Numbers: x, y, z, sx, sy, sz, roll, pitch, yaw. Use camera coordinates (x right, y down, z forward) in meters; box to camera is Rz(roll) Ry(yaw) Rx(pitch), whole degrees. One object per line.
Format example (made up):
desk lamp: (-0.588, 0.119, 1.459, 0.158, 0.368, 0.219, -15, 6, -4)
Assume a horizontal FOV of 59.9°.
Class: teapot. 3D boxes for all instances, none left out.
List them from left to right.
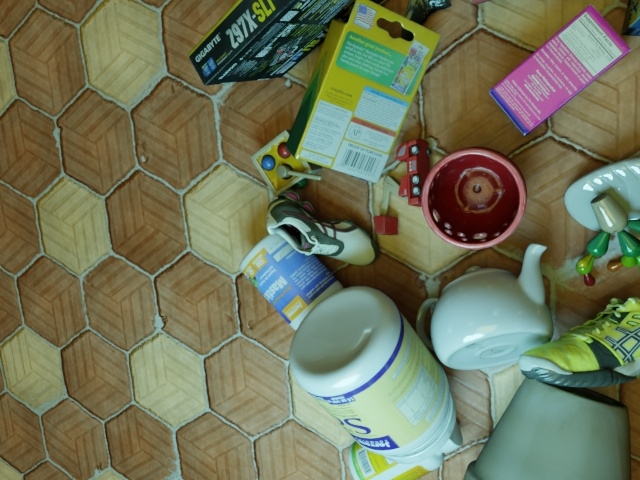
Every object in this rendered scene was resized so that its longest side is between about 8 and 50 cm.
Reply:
teapot: (0.329, 0.142, 1.132, 0.255, 0.253, 0.187, -11, 59, 2)

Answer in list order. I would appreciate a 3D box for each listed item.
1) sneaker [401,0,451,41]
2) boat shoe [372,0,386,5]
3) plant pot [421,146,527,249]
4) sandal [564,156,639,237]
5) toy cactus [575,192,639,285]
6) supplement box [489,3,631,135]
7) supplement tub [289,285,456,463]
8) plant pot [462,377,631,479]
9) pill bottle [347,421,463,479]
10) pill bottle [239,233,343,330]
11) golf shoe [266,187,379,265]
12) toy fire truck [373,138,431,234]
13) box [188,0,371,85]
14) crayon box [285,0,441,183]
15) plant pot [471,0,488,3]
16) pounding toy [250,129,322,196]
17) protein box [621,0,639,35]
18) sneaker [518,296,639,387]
sneaker: (0.221, -0.476, 1.117, 0.089, 0.051, 0.170, 14, 113, 8)
boat shoe: (0.134, -0.556, 1.110, 0.257, 0.095, 0.095, -35, 87, 22)
plant pot: (0.306, -0.090, 1.097, 0.190, 0.174, 0.191, 4, 101, 19)
sandal: (0.666, -0.110, 1.002, 0.416, 0.102, 0.170, -15, 115, 38)
toy cactus: (0.557, 0.001, 1.030, 0.181, 0.112, 0.219, 54, 145, -6)
supplement box: (0.440, -0.310, 1.039, 0.220, 0.111, 0.114, -39, 85, 21)
supplement tub: (0.116, 0.280, 1.131, 0.240, 0.241, 0.331, -24, 123, 22)
plant pot: (0.469, 0.429, 1.092, 0.322, 0.323, 0.281, 16, 90, 16)
pill bottle: (0.194, 0.474, 1.268, 0.245, 0.136, 0.136, -38, 86, 22)
pill bottle: (-0.044, 0.111, 1.276, 0.272, 0.152, 0.152, 47, 112, 7)
golf shoe: (0.000, 0.000, 1.228, 0.272, 0.120, 0.105, 27, 129, -8)
toy fire truck: (0.175, -0.112, 1.197, 0.135, 0.047, 0.192, -9, 80, 50)
box: (-0.068, -0.425, 1.083, 0.321, 0.257, 0.079, -28, 92, 39)
crayon box: (0.082, -0.299, 1.129, 0.202, 0.083, 0.323, 14, 110, -27)
plant pot: (0.348, -0.556, 0.958, 0.243, 0.275, 0.275, -18, 94, 33)
pounding toy: (-0.067, -0.167, 1.257, 0.130, 0.100, 0.141, -33, 88, 23)
protein box: (0.628, -0.413, 0.902, 0.201, 0.199, 0.136, 11, 104, 18)
sneaker: (0.543, 0.184, 1.044, 0.384, 0.145, 0.147, -7, 86, -13)
